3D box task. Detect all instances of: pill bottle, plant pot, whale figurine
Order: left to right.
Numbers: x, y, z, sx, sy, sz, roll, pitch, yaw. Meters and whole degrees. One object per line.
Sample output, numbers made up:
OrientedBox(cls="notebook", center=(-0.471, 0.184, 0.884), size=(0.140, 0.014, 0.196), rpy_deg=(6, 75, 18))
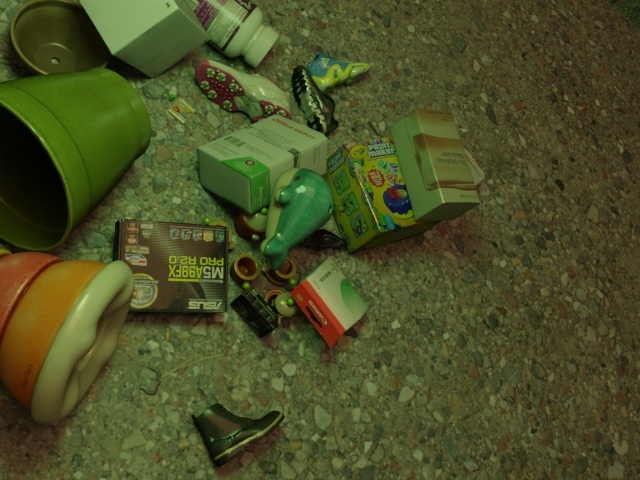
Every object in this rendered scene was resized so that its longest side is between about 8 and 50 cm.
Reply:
OrientedBox(cls="plant pot", center=(-0.652, -0.475, 1.716), size=(0.237, 0.109, 0.237), rpy_deg=(12, 64, -26))
OrientedBox(cls="plant pot", center=(-0.577, -0.218, 1.532), size=(0.366, 0.366, 0.353), rpy_deg=(47, 41, -5))
OrientedBox(cls="pill bottle", center=(-0.272, -0.639, 1.980), size=(0.301, 0.169, 0.169), rpy_deg=(36, 55, -14))
OrientedBox(cls="whale figurine", center=(-0.056, -0.052, 1.716), size=(0.141, 0.216, 0.272), rpy_deg=(12, 59, 20))

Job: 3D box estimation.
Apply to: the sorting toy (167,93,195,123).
OrientedBox(cls="sorting toy", center=(-0.391, -0.367, 1.886), size=(0.083, 0.012, 0.062), rpy_deg=(41, 55, -10))

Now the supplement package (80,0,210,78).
OrientedBox(cls="supplement package", center=(-0.447, -0.574, 1.750), size=(0.199, 0.262, 0.198), rpy_deg=(-32, 87, 7))

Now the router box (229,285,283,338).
OrientedBox(cls="router box", center=(-0.162, 0.183, 1.733), size=(0.122, 0.092, 0.038), rpy_deg=(49, 54, -4))

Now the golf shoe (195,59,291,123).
OrientedBox(cls="golf shoe", center=(-0.216, -0.433, 1.976), size=(0.306, 0.115, 0.140), rpy_deg=(30, 43, -21))

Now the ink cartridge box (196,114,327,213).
OrientedBox(cls="ink cartridge box", center=(-0.150, -0.212, 1.837), size=(0.211, 0.122, 0.289), rpy_deg=(30, 45, 33))

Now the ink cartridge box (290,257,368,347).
OrientedBox(cls="ink cartridge box", center=(0.028, 0.159, 1.828), size=(0.181, 0.056, 0.224), rpy_deg=(52, 24, -2))

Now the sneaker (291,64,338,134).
OrientedBox(cls="sneaker", center=(-0.012, -0.429, 2.107), size=(0.106, 0.078, 0.234), rpy_deg=(-17, 82, -38))

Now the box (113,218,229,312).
OrientedBox(cls="box", center=(-0.357, 0.066, 1.649), size=(0.270, 0.060, 0.216), rpy_deg=(5, 81, -27))

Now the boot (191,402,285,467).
OrientedBox(cls="boot", center=(-0.193, 0.422, 1.626), size=(0.198, 0.077, 0.137), rpy_deg=(-27, 80, -38))

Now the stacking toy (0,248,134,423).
OrientedBox(cls="stacking toy", center=(-0.651, 0.118, 1.375), size=(0.479, 0.351, 0.351), rpy_deg=(25, 57, -2))

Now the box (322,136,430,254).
OrientedBox(cls="box", center=(0.186, -0.142, 2.036), size=(0.290, 0.177, 0.279), rpy_deg=(-15, 76, -35))

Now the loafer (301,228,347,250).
OrientedBox(cls="loafer", center=(0.000, 0.000, 1.944), size=(0.170, 0.062, 0.061), rpy_deg=(18, 99, -31))

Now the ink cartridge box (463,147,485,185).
OrientedBox(cls="ink cartridge box", center=(0.449, -0.209, 2.288), size=(0.175, 0.072, 0.127), rpy_deg=(-35, 89, -37))

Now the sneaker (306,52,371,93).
OrientedBox(cls="sneaker", center=(0.055, -0.558, 2.193), size=(0.240, 0.091, 0.126), rpy_deg=(-29, 85, -36))

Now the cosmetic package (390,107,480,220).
OrientedBox(cls="cosmetic package", center=(0.325, -0.215, 1.962), size=(0.153, 0.129, 0.296), rpy_deg=(-3, 70, -34))

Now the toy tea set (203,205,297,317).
OrientedBox(cls="toy tea set", center=(-0.149, 0.041, 1.783), size=(0.200, 0.124, 0.336), rpy_deg=(-37, 90, -37))
